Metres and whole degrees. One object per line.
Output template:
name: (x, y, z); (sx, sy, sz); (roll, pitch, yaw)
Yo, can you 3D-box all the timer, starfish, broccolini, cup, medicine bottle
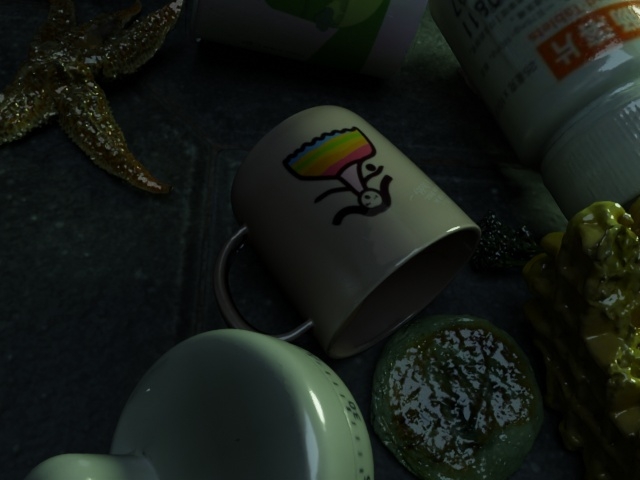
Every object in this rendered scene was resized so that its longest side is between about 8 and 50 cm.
timer: (-0.084, 0.185, 0.546); (0.233, 0.240, 0.234); (-12, 67, 31)
starfish: (-0.274, -0.220, 0.846); (0.301, 0.084, 0.294); (15, 60, 5)
broccolini: (0.270, 0.005, 0.811); (0.201, 0.058, 0.074); (1, 66, -7)
cup: (-0.007, -0.333, 0.877); (0.273, 0.253, 0.253); (18, 58, -9)
cup: (0.000, 0.000, 0.702); (0.252, 0.191, 0.200); (-34, 67, -17)
medicine bottle: (0.296, -0.197, 0.809); (0.211, 0.211, 0.372); (-18, 67, -18)

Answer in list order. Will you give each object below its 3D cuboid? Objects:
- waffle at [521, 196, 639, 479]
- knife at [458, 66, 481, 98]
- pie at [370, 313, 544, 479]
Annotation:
waffle: (0.314, 0.124, 0.631); (0.151, 0.261, 0.324); (-11, 59, -7)
knife: (0.353, -0.127, 0.914); (0.132, 0.038, 0.398); (-38, 71, -21)
pie: (0.140, 0.160, 0.707); (0.186, 0.041, 0.187); (4, 64, -8)
